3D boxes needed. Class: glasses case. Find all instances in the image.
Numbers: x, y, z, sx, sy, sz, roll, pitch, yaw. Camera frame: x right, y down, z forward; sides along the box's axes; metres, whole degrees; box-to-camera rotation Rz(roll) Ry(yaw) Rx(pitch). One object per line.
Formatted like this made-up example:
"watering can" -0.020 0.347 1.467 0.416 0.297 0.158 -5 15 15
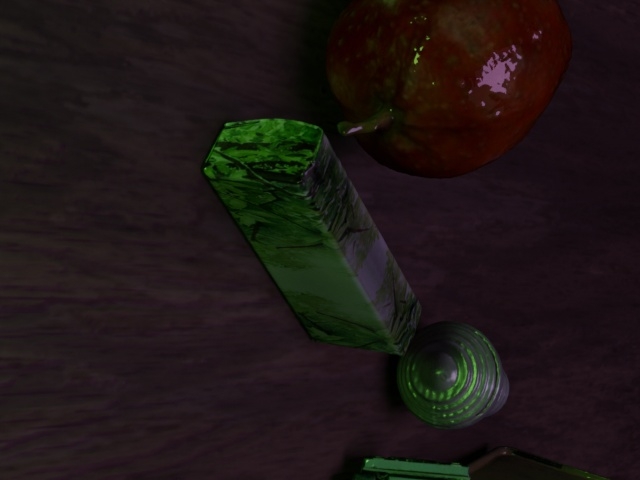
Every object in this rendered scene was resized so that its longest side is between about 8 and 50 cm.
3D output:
"glasses case" 0.000 0.000 1.626 0.062 0.095 0.272 -67 150 -26

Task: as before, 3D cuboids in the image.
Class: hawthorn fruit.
"hawthorn fruit" 0.097 -0.145 1.663 0.253 0.205 0.205 -47 138 -36

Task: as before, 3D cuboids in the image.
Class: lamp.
"lamp" 0.140 0.138 1.934 0.193 0.106 0.106 24 77 -71

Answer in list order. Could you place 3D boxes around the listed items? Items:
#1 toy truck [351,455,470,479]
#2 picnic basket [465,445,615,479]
"toy truck" 0.073 0.329 1.865 0.135 0.128 0.259 -96 -169 -79
"picnic basket" 0.256 0.327 2.031 0.165 0.267 0.139 -15 118 -64
